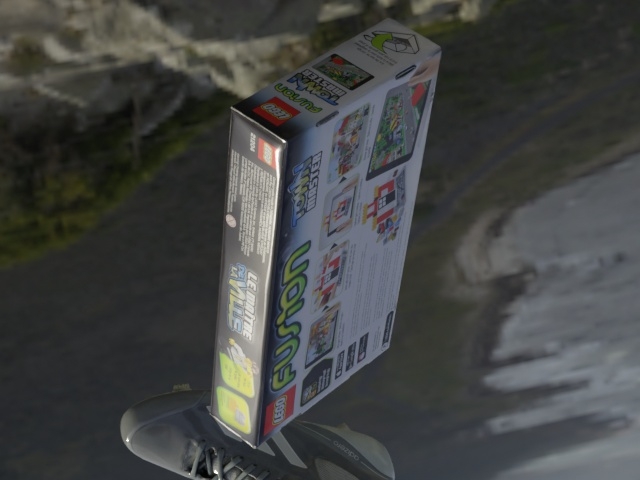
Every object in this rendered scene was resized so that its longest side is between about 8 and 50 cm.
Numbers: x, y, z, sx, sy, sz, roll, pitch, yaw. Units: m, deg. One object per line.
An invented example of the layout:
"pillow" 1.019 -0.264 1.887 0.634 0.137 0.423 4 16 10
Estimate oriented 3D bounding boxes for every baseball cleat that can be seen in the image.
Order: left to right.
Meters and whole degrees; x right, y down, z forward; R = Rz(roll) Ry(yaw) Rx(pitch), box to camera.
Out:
"baseball cleat" -0.042 0.165 1.096 0.206 0.109 0.072 9 124 -9

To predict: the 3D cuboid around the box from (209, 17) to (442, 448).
"box" 0.000 0.000 0.776 0.114 0.036 0.207 -33 145 -37
